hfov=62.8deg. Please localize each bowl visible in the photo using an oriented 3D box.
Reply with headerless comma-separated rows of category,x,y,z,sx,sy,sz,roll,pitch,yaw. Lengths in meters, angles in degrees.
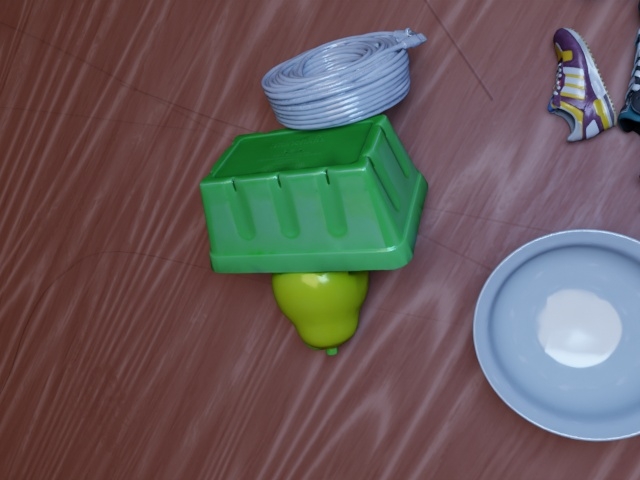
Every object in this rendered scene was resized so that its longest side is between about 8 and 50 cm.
bowl,0.391,0.134,0.790,0.298,0.134,0.297,-2,86,23

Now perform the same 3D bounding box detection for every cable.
cable,0.029,-0.281,0.918,0.257,0.089,0.257,-38,37,-26

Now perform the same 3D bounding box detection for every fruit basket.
fruit basket,0.000,0.000,0.937,0.393,0.282,0.391,11,133,12

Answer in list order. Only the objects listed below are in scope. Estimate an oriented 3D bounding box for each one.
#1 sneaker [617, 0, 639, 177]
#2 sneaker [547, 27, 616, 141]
sneaker,0.502,-0.232,0.778,0.121,0.108,0.301,-13,80,23
sneaker,0.399,-0.251,0.843,0.084,0.070,0.185,-23,77,20
